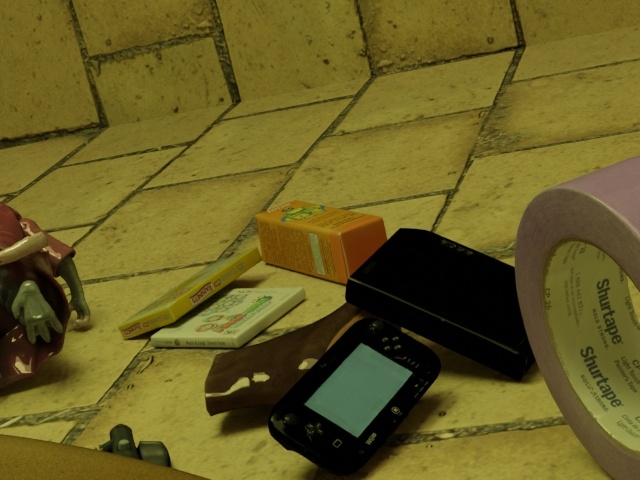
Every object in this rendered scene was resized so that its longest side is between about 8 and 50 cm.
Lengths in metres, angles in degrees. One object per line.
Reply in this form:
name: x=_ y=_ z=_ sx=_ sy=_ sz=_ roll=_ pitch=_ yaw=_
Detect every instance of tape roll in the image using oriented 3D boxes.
tape roll: x=0.268 y=0.073 z=1.162 sx=0.090 sy=0.274 sz=0.275 roll=-20 pitch=18 yaw=-19

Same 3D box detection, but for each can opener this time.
can opener: x=-0.186 y=0.232 z=1.398 sx=0.073 sy=0.059 sz=0.186 roll=-15 pitch=16 yaw=-3

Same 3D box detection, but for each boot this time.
boot: x=-0.017 y=0.111 z=1.588 sx=0.207 sy=0.090 sz=0.248 roll=-8 pitch=22 yaw=10

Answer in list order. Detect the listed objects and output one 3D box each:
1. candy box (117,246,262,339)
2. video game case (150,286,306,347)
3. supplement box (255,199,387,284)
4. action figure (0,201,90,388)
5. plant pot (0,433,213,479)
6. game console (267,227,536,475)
candy box: x=-0.174 y=0.070 z=1.930 sx=0.105 sy=0.027 sz=0.206 roll=-19 pitch=11 yaw=39
video game case: x=-0.118 y=0.099 z=1.843 sx=0.143 sy=0.019 sz=0.157 roll=-2 pitch=21 yaw=35
supplement box: x=0.000 y=0.000 z=1.965 sx=0.078 sy=0.080 sz=0.233 roll=-21 pitch=16 yaw=-29
action figure: x=-0.450 y=0.040 z=1.883 sx=0.248 sy=0.275 sz=0.370 roll=-13 pitch=36 yaw=-5
plant pot: x=-0.172 y=0.258 z=1.082 sx=0.254 sy=0.237 sz=0.237 roll=0 pitch=16 yaw=-6
game console: x=0.092 y=0.117 z=1.455 sx=0.213 sy=0.044 sz=0.361 roll=23 pitch=42 yaw=23
